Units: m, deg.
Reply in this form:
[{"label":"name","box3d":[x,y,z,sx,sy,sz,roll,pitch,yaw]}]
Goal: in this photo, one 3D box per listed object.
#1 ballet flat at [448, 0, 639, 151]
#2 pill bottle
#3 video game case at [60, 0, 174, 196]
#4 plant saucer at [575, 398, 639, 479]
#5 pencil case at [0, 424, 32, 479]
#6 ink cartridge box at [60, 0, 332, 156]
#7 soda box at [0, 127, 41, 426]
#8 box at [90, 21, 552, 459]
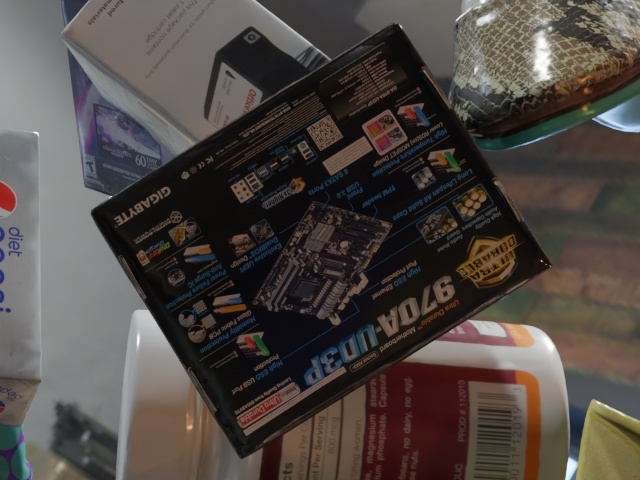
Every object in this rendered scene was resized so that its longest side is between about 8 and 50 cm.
[{"label":"ballet flat","box3d":[0.195,-0.167,1.056,0.164,0.182,0.483,-18,-2,27]},{"label":"pill bottle","box3d":[0.013,0.174,1.327,0.392,0.224,0.224,6,-9,-9]},{"label":"video game case","box3d":[-0.226,-0.167,1.709,0.196,0.026,0.274,18,-55,34]},{"label":"plant saucer","box3d":[0.271,0.316,1.157,0.081,0.332,0.333,9,0,-3]},{"label":"pencil case","box3d":[-0.320,0.168,1.396,0.065,0.151,0.070,4,13,25]},{"label":"ink cartridge box","box3d":[-0.050,-0.101,1.228,0.307,0.129,0.223,39,-7,7]},{"label":"soda box","box3d":[-0.318,0.028,1.335,0.098,0.286,0.091,6,-37,-22]},{"label":"box","box3d":[0.000,0.000,0.852,0.175,0.220,0.051,57,-1,4]}]
